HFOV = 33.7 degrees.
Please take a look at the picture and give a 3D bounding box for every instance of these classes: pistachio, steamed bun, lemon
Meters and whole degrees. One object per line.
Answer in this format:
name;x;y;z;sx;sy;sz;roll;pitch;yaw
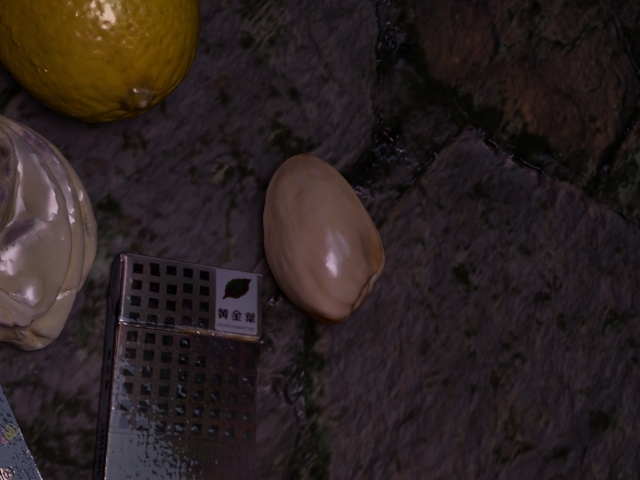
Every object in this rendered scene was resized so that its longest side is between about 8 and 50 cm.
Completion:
pistachio;0.000;0.000;1.314;0.143;0.144;0.215;-6;64;-29
steamed bun;-0.366;-0.032;1.091;0.280;0.207;0.268;6;68;-27
lemon;-0.261;-0.269;1.216;0.267;0.267;0.268;10;67;-24

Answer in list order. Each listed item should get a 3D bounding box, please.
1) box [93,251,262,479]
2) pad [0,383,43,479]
box;-0.160;0.183;1.209;0.180;0.047;0.325;11;68;-24
pad;-0.395;0.221;1.099;0.170;0.006;0.246;-22;83;-31
